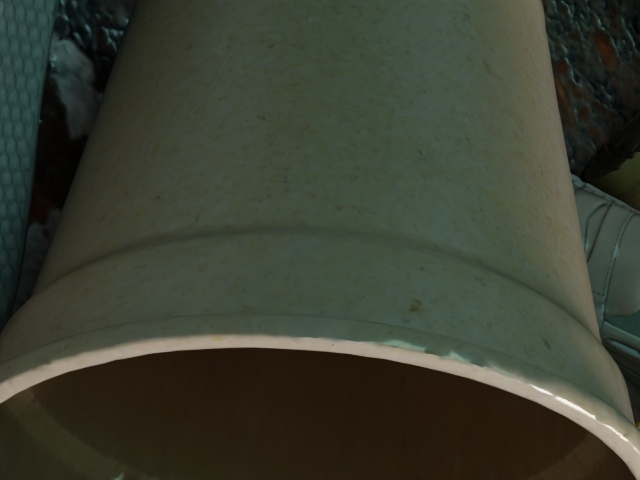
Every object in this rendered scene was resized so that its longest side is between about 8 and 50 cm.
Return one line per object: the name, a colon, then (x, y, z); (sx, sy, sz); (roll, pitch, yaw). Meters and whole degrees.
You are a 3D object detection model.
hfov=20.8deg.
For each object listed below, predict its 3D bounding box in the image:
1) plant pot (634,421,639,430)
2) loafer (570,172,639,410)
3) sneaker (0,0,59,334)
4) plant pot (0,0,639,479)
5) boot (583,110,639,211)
plant pot: (0.234, 0.212, 1.004); (0.212, 0.187, 0.212); (1, 81, -19)
loafer: (0.175, 0.015, 1.077); (0.319, 0.111, 0.112); (34, 53, -11)
sneaker: (-0.207, -0.050, 0.836); (0.127, 0.126, 0.321); (6, 78, 10)
plant pot: (0.000, 0.000, 0.871); (0.334, 0.334, 0.305); (24, 52, -28)
boot: (0.343, -0.023, 1.191); (0.269, 0.236, 0.089); (44, 13, -14)
